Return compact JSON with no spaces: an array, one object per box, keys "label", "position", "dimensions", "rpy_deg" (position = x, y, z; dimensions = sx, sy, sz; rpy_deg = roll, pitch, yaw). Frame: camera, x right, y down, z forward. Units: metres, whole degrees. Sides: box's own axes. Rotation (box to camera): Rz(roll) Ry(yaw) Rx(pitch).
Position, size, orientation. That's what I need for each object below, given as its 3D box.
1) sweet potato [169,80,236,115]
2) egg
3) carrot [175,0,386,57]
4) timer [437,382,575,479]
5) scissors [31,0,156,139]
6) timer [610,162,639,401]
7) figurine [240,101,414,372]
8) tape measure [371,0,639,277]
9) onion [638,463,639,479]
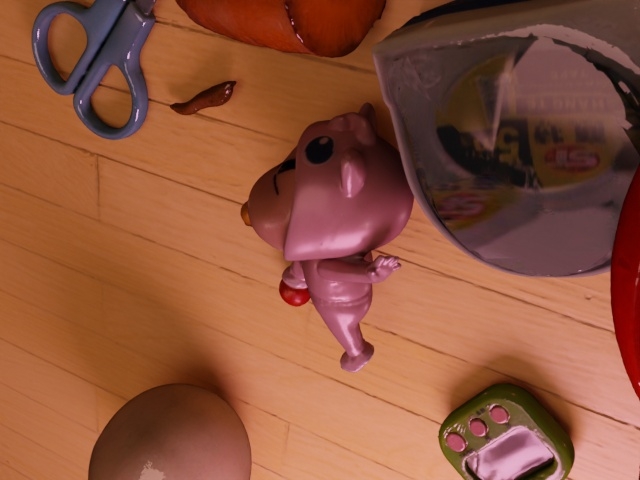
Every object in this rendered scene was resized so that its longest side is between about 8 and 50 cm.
[{"label":"sweet potato","position":[-0.137,-0.167,0.949],"dimensions":[0.115,0.026,0.026],"rpy_deg":[-14,104,39]},{"label":"egg","position":[-0.204,0.314,1.086],"dimensions":[0.219,0.219,0.269],"rpy_deg":[30,125,17]},{"label":"carrot","position":[-0.058,-0.265,0.799],"dimensions":[0.225,0.159,0.159],"rpy_deg":[13,118,41]},{"label":"timer","position":[0.210,0.233,0.906],"dimensions":[0.128,0.047,0.140],"rpy_deg":[49,127,5]},{"label":"scissors","position":[-0.201,-0.302,0.922],"dimensions":[0.193,0.029,0.447],"rpy_deg":[49,127,2]},{"label":"timer","position":[0.381,0.021,0.520],"dimensions":[0.377,0.279,0.378],"rpy_deg":[-5,112,-12]},{"label":"figurine","position":[0.000,0.000,0.858],"dimensions":[0.186,0.176,0.288],"rpy_deg":[6,132,2]},{"label":"tape measure","position":[0.197,-0.098,0.710],"dimensions":[0.259,0.138,0.262],"rpy_deg":[-1,111,33]},{"label":"onion","position":[0.405,0.311,0.651],"dimensions":[0.385,0.348,0.348],"rpy_deg":[40,126,5]}]
